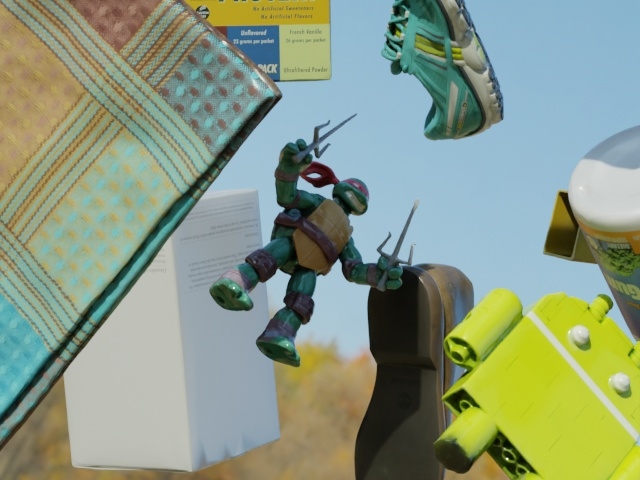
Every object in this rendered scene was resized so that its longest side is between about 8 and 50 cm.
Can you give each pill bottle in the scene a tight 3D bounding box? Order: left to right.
[{"bbox_3d":[0.365,0.025,1.880,0.152,0.152,0.272,16,-36,48],"label":"pill bottle"}]

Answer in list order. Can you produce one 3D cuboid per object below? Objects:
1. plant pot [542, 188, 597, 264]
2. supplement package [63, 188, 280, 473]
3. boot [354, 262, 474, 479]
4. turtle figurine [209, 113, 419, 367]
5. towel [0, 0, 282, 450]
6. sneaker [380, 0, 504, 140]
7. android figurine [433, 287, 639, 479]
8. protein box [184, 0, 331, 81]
[{"bbox_3d":[0.326,-0.010,2.208,0.083,0.081,0.081,14,1,-20],"label":"plant pot"},{"bbox_3d":[-0.173,0.097,2.067,0.175,0.293,0.177,-2,5,33],"label":"supplement package"},{"bbox_3d":[0.109,0.173,1.891,0.112,0.305,0.115,12,12,36],"label":"boot"},{"bbox_3d":[0.000,0.000,1.815,0.175,0.234,0.118,40,-24,-5],"label":"turtle figurine"},{"bbox_3d":[-0.233,-0.049,1.269,0.271,0.370,0.040,43,17,7],"label":"towel"},{"bbox_3d":[0.117,-0.231,2.065,0.107,0.110,0.275,-91,158,-66],"label":"sneaker"},{"bbox_3d":[0.228,0.158,1.795,0.248,0.273,0.056,50,-36,-1],"label":"android figurine"},{"bbox_3d":[-0.067,-0.244,1.643,0.136,0.200,0.201,-2,8,-5],"label":"protein box"}]
